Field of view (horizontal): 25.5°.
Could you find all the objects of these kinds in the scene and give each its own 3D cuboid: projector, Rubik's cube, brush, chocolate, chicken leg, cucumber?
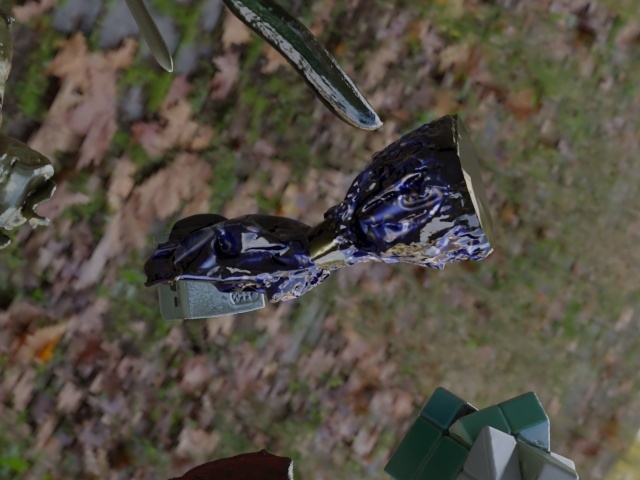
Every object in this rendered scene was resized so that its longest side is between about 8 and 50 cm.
[{"bbox_3d":[-0.144,0.040,1.802,0.147,0.061,0.115,-6,91,-51],"label":"projector"},{"bbox_3d":[0.220,0.317,1.745,0.224,0.213,0.265,35,86,-35],"label":"Rubik's cube"},{"bbox_3d":[-0.247,-0.330,1.823,0.042,0.299,0.039,-27,152,-5],"label":"brush"},{"bbox_3d":[-0.005,-0.001,1.274,0.126,0.343,0.148,68,25,-5],"label":"chocolate"},{"bbox_3d":[-0.363,-0.133,1.408,0.201,0.429,0.153,-6,124,-27],"label":"chicken leg"},{"bbox_3d":[-0.023,-0.233,1.757,0.056,0.284,0.056,-42,-162,17],"label":"cucumber"}]

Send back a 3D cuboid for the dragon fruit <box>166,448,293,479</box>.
[{"bbox_3d":[-0.142,0.406,1.632,0.152,0.205,0.317,98,-2,-49],"label":"dragon fruit"}]
